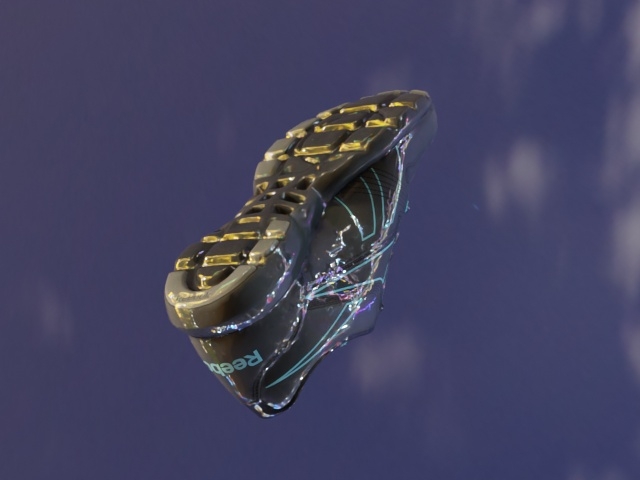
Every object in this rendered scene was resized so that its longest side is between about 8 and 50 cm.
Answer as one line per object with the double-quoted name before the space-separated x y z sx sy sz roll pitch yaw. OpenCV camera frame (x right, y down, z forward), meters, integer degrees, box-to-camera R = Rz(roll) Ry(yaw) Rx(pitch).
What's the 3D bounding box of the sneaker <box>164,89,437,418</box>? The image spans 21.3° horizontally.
"sneaker" 0.000 0.000 1.069 0.267 0.101 0.106 -49 -59 -39
